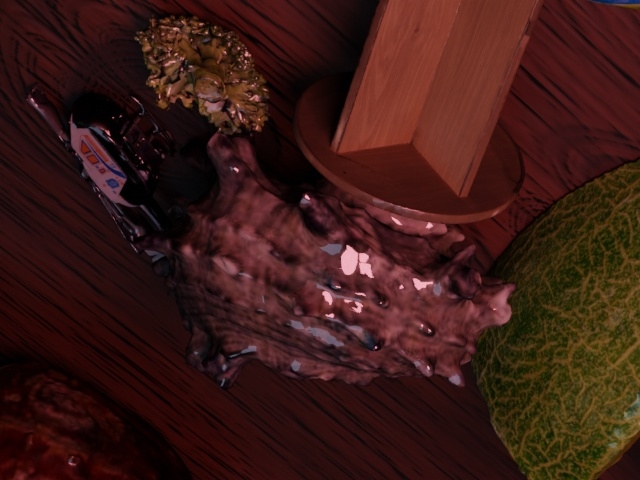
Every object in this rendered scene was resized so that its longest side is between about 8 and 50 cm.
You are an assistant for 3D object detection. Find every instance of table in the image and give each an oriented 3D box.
[{"bbox_3d":[0.089,-0.150,1.200,0.167,0.167,0.227,19,126,1],"label":"table"}]

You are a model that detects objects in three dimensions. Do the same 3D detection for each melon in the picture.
[{"bbox_3d":[0.245,0.033,1.332,0.124,0.196,0.323,7,138,-39],"label":"melon"}]

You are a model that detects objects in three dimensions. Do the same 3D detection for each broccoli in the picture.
[{"bbox_3d":[-0.085,-0.117,1.324,0.095,0.092,0.097,-5,117,-3],"label":"broccoli"}]

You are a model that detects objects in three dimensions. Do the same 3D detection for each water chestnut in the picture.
[{"bbox_3d":[-0.269,0.277,1.596,0.350,0.302,0.350,12,154,6],"label":"water chestnut"}]

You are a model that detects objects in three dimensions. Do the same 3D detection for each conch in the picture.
[{"bbox_3d":[0.006,0.007,1.334,0.313,0.240,0.186,8,104,35],"label":"conch"}]

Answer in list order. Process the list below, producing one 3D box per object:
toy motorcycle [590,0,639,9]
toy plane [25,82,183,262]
[{"bbox_3d":[0.268,-0.177,1.116,0.254,0.092,0.135,4,124,-17],"label":"toy motorcycle"},{"bbox_3d":[-0.150,-0.050,1.439,0.078,0.053,0.197,-11,127,37],"label":"toy plane"}]
